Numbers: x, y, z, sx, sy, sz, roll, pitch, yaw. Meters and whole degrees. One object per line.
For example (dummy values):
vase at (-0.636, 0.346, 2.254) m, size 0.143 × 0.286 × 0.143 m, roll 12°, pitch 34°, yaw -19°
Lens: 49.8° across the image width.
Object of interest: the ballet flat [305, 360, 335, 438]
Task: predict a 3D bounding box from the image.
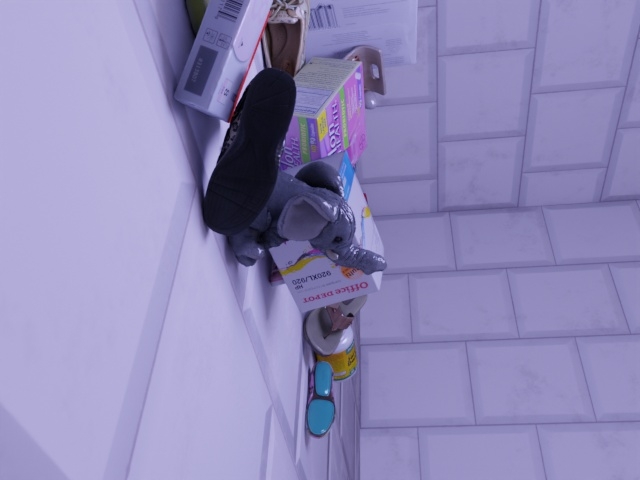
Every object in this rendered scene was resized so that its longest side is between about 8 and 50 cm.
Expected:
ballet flat at (-0.002, 0.418, 1.773) m, size 0.079 × 0.076 × 0.221 m, roll 108°, pitch -11°, yaw -47°

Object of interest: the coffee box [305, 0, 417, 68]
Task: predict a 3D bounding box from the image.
coffee box at (0.079, -0.683, 1.820) m, size 0.338 × 0.337 × 0.334 m, roll 67°, pitch 21°, yaw -69°

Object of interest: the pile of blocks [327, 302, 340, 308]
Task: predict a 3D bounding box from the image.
pile of blocks at (0.000, 0.000, 1.628) m, size 0.113 × 0.149 × 0.362 m, roll -86°, pitch 169°, yaw -47°

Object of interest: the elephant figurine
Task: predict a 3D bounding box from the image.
elephant figurine at (-0.020, -0.044, 1.095) m, size 0.186 × 0.239 × 0.169 m, roll 69°, pitch 19°, yaw -68°

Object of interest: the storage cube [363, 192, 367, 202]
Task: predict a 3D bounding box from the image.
storage cube at (0.048, -0.001, 1.886) m, size 0.215 × 0.183 × 0.193 m, roll 65°, pitch 21°, yaw -70°

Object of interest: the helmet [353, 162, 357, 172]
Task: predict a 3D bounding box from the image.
helmet at (0.015, -0.193, 1.789) m, size 0.169 × 0.161 × 0.169 m, roll -3°, pitch 90°, yaw -83°

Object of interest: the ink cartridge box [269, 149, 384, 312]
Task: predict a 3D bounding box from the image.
ink cartridge box at (0.003, -0.016, 1.312) m, size 0.168 × 0.171 × 0.233 m, roll -74°, pitch 143°, yaw -60°

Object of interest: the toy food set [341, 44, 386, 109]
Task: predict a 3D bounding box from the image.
toy food set at (0.055, -0.364, 1.873) m, size 0.092 × 0.306 × 0.220 m, roll 43°, pitch -8°, yaw 19°

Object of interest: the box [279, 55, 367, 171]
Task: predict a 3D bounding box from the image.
box at (-0.001, -0.232, 1.446) m, size 0.243 × 0.117 × 0.214 m, roll -56°, pitch 150°, yaw -42°

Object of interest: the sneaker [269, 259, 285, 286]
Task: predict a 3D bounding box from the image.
sneaker at (-0.079, 0.041, 1.384) m, size 0.134 × 0.051 × 0.070 m, roll -59°, pitch 132°, yaw -67°

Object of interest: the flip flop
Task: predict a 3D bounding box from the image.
flip flop at (0.051, 0.191, 1.812) m, size 0.277 × 0.112 × 0.080 m, roll -45°, pitch -178°, yaw -42°

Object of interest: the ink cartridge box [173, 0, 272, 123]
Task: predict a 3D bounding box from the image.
ink cartridge box at (-0.105, -0.253, 0.935) m, size 0.232 × 0.066 × 0.189 m, roll 0°, pitch 112°, yaw -77°

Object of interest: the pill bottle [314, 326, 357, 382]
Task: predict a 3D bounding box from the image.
pill bottle at (0.039, 0.295, 1.939) m, size 0.118 × 0.117 × 0.208 m, roll -86°, pitch 170°, yaw -47°

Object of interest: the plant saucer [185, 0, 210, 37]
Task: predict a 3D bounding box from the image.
plant saucer at (-0.155, -0.362, 0.983) m, size 0.241 × 0.037 × 0.241 m, roll -3°, pitch 90°, yaw -84°

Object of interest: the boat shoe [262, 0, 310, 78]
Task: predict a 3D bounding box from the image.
boat shoe at (-0.072, -0.431, 1.424) m, size 0.089 × 0.104 × 0.285 m, roll -84°, pitch 170°, yaw -60°

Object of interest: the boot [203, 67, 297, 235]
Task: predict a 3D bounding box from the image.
boot at (-0.097, -0.135, 0.986) m, size 0.178 × 0.085 × 0.236 m, roll -107°, pitch -142°, yaw -72°
